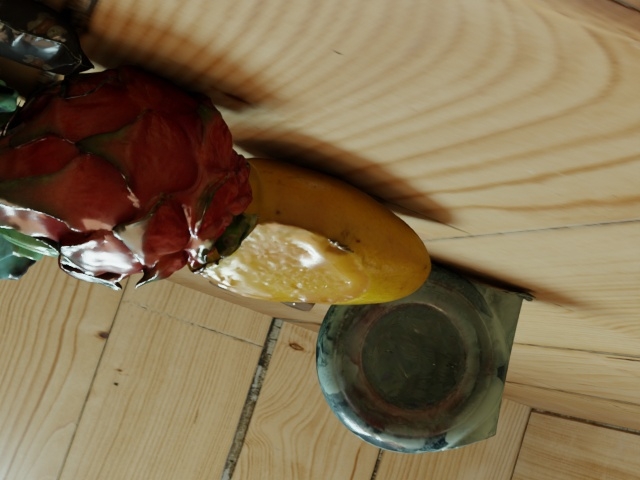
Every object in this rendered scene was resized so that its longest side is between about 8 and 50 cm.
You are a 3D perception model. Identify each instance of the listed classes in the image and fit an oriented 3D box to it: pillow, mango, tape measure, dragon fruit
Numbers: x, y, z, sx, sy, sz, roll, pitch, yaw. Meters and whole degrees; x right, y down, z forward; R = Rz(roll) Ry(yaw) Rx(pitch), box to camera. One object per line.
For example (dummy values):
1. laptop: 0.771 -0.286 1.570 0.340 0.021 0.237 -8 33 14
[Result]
1. pillow: -0.249 -0.171 0.847 0.150 0.048 0.090 23 163 -5
2. mango: 0.000 0.000 1.149 0.257 0.138 0.187 20 154 -38
3. tape measure: 0.131 0.159 1.468 0.275 0.256 0.147 12 175 3
4. dragon fruit: -0.185 -0.057 0.952 0.274 0.193 0.192 12 175 -8

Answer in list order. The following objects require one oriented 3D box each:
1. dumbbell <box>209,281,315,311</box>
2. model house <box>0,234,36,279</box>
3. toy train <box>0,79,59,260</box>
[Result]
1. dumbbell: -0.100 0.066 1.962 0.231 0.082 0.092 12 171 38
2. model house: -0.489 -0.079 1.578 0.281 0.230 0.249 16 -150 37
3. toy train: -0.392 -0.102 1.108 0.272 0.179 0.442 21 -179 14
